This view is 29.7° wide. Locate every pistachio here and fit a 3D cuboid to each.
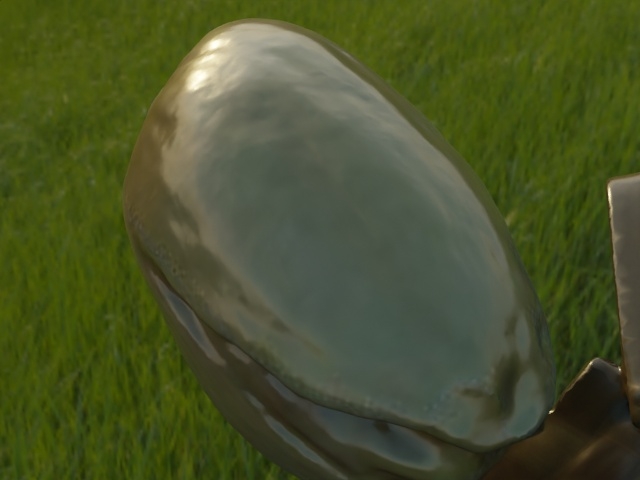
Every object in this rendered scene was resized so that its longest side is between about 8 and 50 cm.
[{"bbox_3d":[0.000,0.000,0.598,0.182,0.162,0.293,-11,49,-31],"label":"pistachio"}]

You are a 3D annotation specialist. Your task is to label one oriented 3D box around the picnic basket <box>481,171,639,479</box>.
[{"bbox_3d":[0.213,0.144,0.681,0.291,0.254,0.321,-13,42,19],"label":"picnic basket"}]
